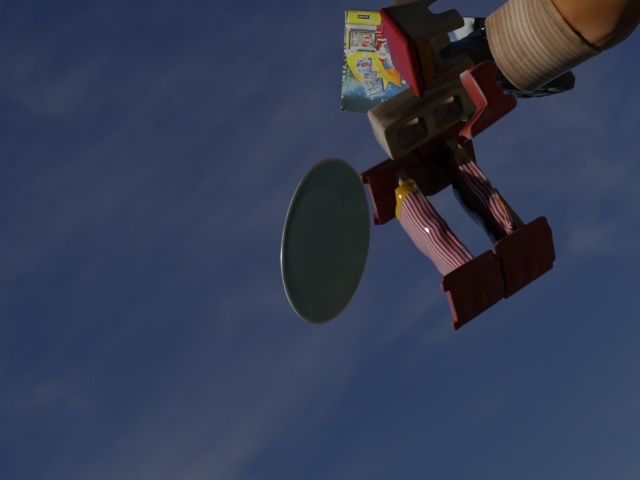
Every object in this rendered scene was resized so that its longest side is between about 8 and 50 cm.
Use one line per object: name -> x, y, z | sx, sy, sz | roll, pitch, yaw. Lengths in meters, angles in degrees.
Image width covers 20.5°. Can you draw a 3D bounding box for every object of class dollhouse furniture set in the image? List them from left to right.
dollhouse furniture set -> 0.142, -0.090, 2.056 | 0.152, 0.201, 0.374 | -31, -34, -7

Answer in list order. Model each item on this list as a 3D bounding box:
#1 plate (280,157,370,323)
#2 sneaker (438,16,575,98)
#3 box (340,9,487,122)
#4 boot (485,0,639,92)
plate -> 0.000, 0.000, 1.989 | 0.188, 0.024, 0.188 | -18, -69, -57
sneaker -> 0.217, -0.241, 2.263 | 0.267, 0.106, 0.101 | 0, -5, -45
box -> 0.140, -0.266, 2.697 | 0.044, 0.233, 0.159 | -11, -74, -54
boot -> 0.220, -0.283, 1.481 | 0.109, 0.283, 0.220 | 30, -52, -35
